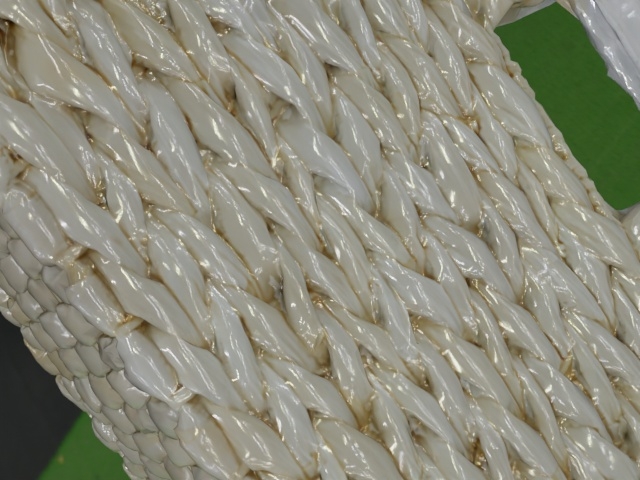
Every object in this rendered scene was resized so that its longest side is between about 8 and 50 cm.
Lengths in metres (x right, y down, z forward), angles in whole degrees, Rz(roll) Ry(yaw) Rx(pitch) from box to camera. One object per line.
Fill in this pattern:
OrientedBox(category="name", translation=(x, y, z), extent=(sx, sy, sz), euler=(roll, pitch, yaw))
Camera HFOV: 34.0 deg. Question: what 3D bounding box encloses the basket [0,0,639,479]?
OrientedBox(category="basket", translation=(0.000, 0.000, 0.511), extent=(0.328, 0.266, 0.331), euler=(54, 160, -9))
